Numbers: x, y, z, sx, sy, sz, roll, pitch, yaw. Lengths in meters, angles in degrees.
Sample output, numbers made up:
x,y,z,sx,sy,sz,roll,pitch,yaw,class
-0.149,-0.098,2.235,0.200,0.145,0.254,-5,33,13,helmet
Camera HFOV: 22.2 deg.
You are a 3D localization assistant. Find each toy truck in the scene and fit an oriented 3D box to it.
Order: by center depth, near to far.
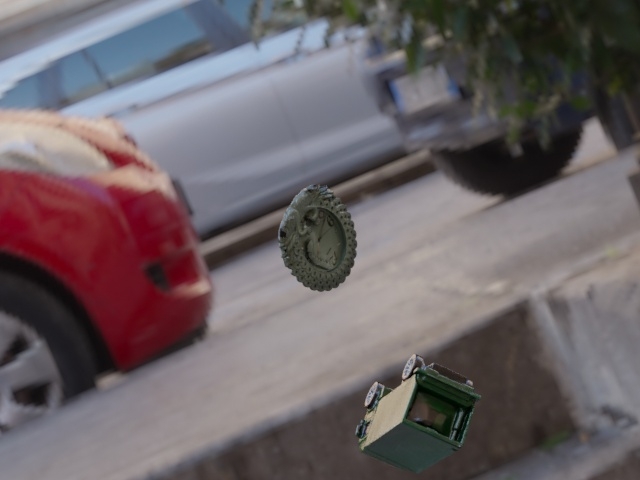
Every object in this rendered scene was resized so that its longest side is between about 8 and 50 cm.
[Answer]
x,y,z,sx,sy,sz,roll,pitch,yaw,class
0.083,0.157,1.447,0.079,0.065,0.147,-69,10,-25,toy truck

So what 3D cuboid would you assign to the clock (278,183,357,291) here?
x,y,z,sx,sy,sz,roll,pitch,yaw,class
0.000,0.000,1.216,0.010,0.083,0.074,4,53,44,clock
